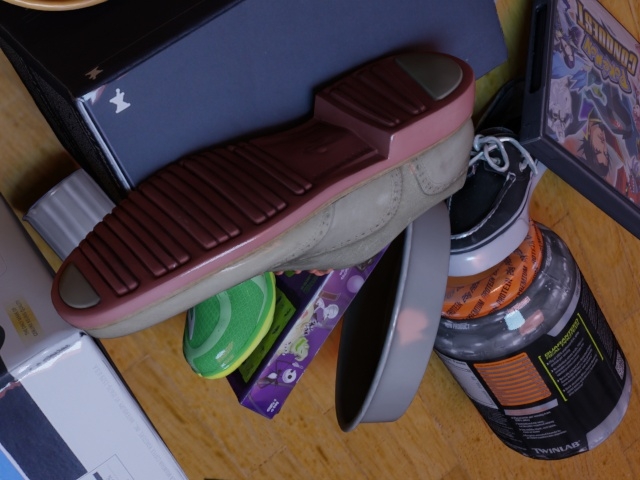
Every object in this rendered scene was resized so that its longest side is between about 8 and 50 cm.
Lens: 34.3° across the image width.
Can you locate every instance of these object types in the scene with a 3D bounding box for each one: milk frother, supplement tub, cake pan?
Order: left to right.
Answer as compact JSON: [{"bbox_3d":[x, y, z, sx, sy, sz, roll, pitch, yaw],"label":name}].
[{"bbox_3d":[-0.232,0.013,1.053,0.143,0.129,0.135,-38,94,25],"label":"milk frother"},{"bbox_3d":[0.077,0.070,1.141,0.054,0.293,0.293,13,108,-7],"label":"cake pan"},{"bbox_3d":[0.251,0.113,1.311,0.207,0.207,0.338,-42,129,-7],"label":"supplement tub"}]

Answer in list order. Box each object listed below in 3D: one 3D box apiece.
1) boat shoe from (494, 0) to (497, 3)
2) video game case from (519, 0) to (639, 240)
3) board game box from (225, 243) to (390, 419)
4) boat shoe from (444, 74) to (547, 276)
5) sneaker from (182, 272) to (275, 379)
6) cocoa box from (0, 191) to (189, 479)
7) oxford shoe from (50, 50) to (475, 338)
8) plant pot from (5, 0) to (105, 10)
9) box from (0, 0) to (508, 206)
[{"bbox_3d":[0.108,-0.278,1.119,0.227,0.079,0.081,6,105,-36],"label":"boat shoe"},{"bbox_3d":[0.339,-0.165,1.255,0.275,0.035,0.248,30,59,-38],"label":"video game case"},{"bbox_3d":[0.000,0.000,1.109,0.056,0.208,0.347,31,95,-28],"label":"board game box"},{"bbox_3d":[0.199,-0.085,1.189,0.306,0.113,0.105,-51,128,-37],"label":"boat shoe"},{"bbox_3d":[-0.105,-0.006,1.065,0.123,0.109,0.296,22,72,-43],"label":"sneaker"},{"bbox_3d":[-0.301,0.137,0.906,0.228,0.347,0.231,-34,126,-12],"label":"cocoa box"},{"bbox_3d":[-0.022,-0.008,0.758,0.348,0.123,0.130,-28,132,-16],"label":"oxford shoe"},{"bbox_3d":[-0.233,-0.295,0.828,0.205,0.188,0.205,-8,109,-23],"label":"plant pot"},{"bbox_3d":[-0.077,-0.184,0.907,0.343,0.312,0.179,-34,126,-12],"label":"box"}]
